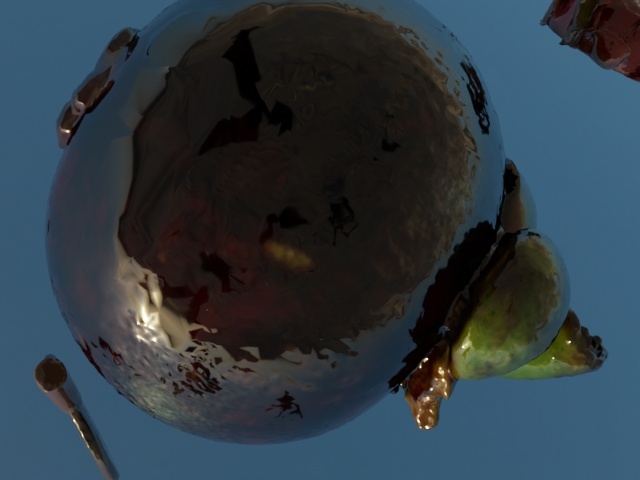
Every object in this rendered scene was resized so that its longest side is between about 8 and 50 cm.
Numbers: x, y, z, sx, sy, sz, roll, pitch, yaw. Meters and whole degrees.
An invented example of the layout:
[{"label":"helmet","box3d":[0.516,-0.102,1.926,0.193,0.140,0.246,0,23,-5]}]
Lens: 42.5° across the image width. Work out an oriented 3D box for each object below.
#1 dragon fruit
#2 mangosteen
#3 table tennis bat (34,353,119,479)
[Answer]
[{"label":"dragon fruit","box3d":[0.229,-0.165,0.617,0.112,0.068,0.126,42,-149,28]},{"label":"mangosteen","box3d":[0.000,0.000,0.540,0.359,0.306,0.306,37,-113,-13]},{"label":"table tennis bat","box3d":[-0.219,0.144,0.580,0.119,0.170,0.107,-29,-111,-18]}]
